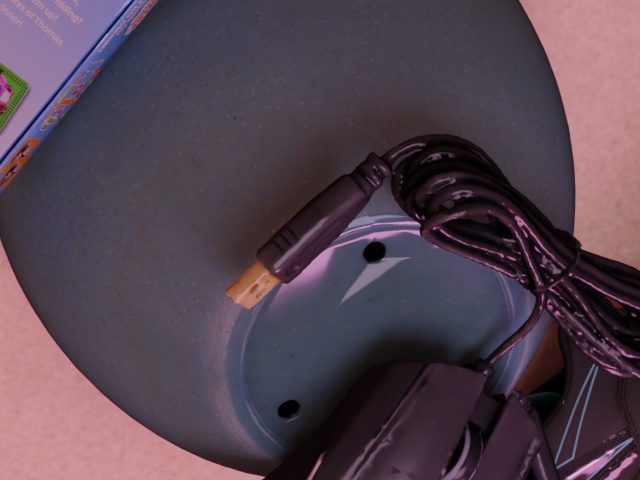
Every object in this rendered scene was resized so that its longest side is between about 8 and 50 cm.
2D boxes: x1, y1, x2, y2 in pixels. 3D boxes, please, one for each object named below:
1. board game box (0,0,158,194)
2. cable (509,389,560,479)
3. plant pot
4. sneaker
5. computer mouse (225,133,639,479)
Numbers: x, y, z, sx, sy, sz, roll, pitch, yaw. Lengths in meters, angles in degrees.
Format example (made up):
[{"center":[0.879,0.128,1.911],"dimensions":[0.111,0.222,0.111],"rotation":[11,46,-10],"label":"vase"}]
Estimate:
[{"center":[-0.157,-0.120,0.690],"dimensions":[0.160,0.039,0.211],"rotation":[43,104,3],"label":"board game box"},{"center":[0.069,0.161,0.916],"dimensions":[0.150,0.047,0.184],"rotation":[-10,112,26],"label":"cable"},{"center":[0.000,0.000,0.760],"dimensions":[0.290,0.195,0.290],"rotation":[-8,121,-13],"label":"plant pot"},{"center":[0.143,0.148,0.965],"dimensions":[0.106,0.101,0.267],"rotation":[24,116,1],"label":"sneaker"},{"center":[0.015,0.084,0.659],"dimensions":[0.262,0.060,0.184],"rotation":[-43,123,9],"label":"computer mouse"}]
